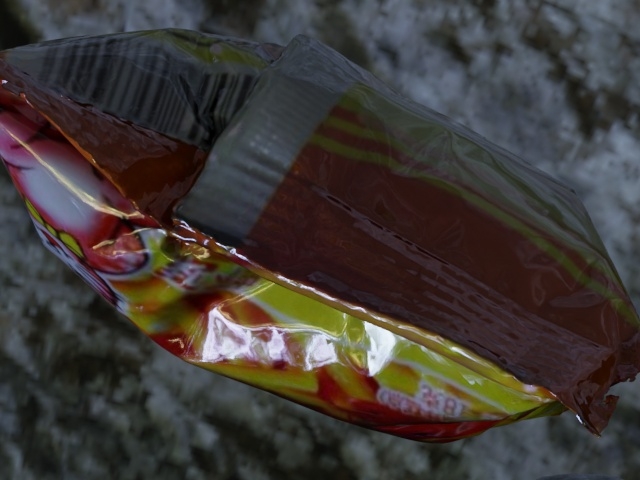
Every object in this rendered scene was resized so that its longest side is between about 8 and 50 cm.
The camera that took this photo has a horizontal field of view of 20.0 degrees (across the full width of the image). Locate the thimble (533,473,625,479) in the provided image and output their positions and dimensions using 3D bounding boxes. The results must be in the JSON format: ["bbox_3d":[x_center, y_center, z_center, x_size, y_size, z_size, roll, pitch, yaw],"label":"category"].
[{"bbox_3d":[0.155,0.262,1.011,0.245,0.157,0.217,27,-128,21],"label":"thimble"}]

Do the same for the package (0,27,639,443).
[{"bbox_3d":[0.006,0.003,0.623,0.223,0.288,0.108,24,-92,4],"label":"package"}]
